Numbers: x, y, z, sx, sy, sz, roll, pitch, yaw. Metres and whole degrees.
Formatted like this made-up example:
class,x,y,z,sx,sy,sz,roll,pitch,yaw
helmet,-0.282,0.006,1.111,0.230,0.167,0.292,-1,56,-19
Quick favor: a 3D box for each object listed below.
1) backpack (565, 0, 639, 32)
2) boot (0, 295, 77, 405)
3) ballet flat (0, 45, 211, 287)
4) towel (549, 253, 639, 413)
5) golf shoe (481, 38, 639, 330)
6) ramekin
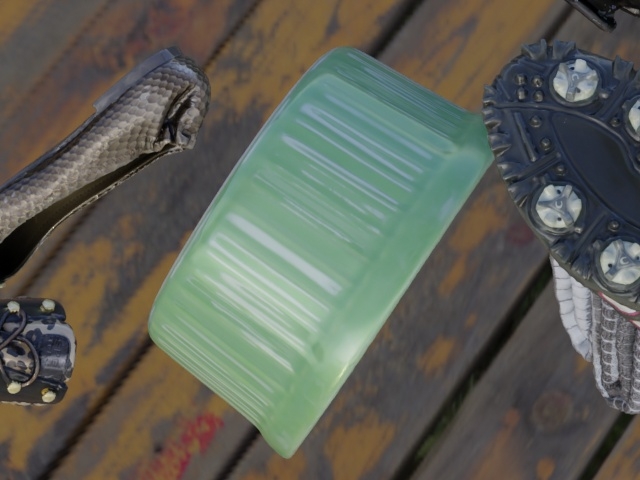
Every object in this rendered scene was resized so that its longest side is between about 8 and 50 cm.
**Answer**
class,x,y,z,sx,sy,sz,roll,pitch,yaw
backpack,0.173,-0.159,0.484,0.253,0.225,0.191,12,74,48
boot,-0.392,0.105,1.786,0.284,0.377,0.138,5,76,-28
ballet flat,-0.162,-0.024,1.079,0.250,0.084,0.058,-39,87,15
towel,0.282,-0.011,1.162,0.235,0.283,0.121,-25,60,-5
golf shoe,0.183,0.014,0.906,0.105,0.120,0.273,-42,82,-9
ramekin,0.000,0.000,1.309,0.148,0.303,0.303,34,72,2
